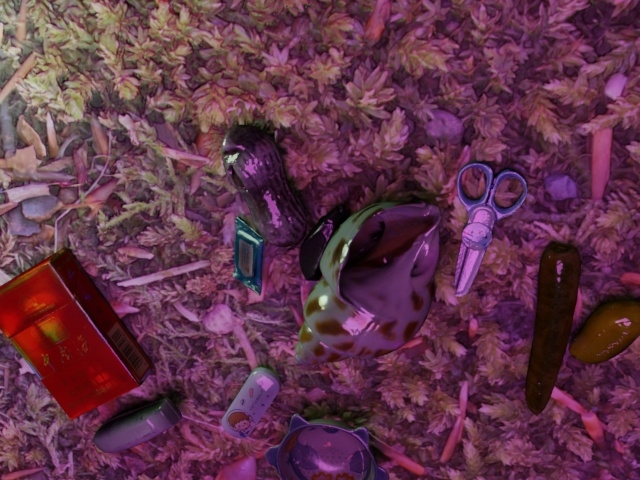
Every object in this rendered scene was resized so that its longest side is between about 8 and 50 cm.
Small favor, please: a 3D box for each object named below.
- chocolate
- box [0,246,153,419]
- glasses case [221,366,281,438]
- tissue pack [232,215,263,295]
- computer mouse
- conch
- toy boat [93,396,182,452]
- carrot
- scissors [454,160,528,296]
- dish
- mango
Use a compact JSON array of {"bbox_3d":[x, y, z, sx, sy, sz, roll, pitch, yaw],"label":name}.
[{"bbox_3d":[-0.100,-0.098,1.788,0.110,0.110,0.248,-15,112,19],"label":"chocolate"},{"bbox_3d":[-0.515,0.194,2.020,0.197,0.089,0.313,-28,104,23],"label":"box"},{"bbox_3d":[-0.142,0.332,2.017,0.067,0.045,0.178,32,117,-1],"label":"glasses case"},{"bbox_3d":[-0.135,0.029,1.875,0.085,0.028,0.138,34,136,35],"label":"tissue pack"},{"bbox_3d":[0.000,0.000,1.812,0.057,0.099,0.172,30,122,15],"label":"computer mouse"},{"bbox_3d":[0.078,0.085,1.752,0.249,0.197,0.368,34,87,-37],"label":"conch"},{"bbox_3d":[-0.392,0.392,2.091,0.261,0.085,0.078,-28,104,34],"label":"toy boat"},{"bbox_3d":[0.419,0.173,1.805,0.074,0.074,0.358,7,116,10],"label":"carrot"},{"bbox_3d":[0.283,-0.015,1.774,0.125,0.030,0.256,15,113,5],"label":"scissors"},{"bbox_3d":[0.025,0.426,1.998,0.236,0.086,0.227,30,115,0],"label":"dish"},{"bbox_3d":[0.515,0.161,1.778,0.091,0.074,0.165,39,128,-12],"label":"mango"}]
